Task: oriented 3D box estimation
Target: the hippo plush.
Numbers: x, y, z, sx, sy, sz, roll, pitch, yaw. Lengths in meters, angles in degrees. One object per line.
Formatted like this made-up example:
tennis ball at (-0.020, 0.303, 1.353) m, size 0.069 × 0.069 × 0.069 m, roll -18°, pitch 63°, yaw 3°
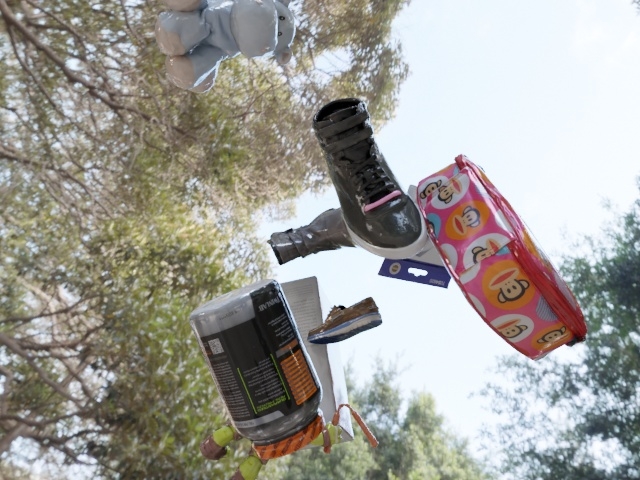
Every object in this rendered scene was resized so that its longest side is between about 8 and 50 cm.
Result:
hippo plush at (-0.177, -0.418, 1.094) m, size 0.237 × 0.294 × 0.234 m, roll 12°, pitch -71°, yaw 12°

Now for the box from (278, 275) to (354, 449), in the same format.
box at (-0.044, 0.293, 1.228) m, size 0.168 × 0.345 × 0.215 m, roll -12°, pitch -31°, yaw 7°

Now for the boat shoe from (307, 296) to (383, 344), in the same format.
boat shoe at (0.047, 0.169, 1.088) m, size 0.183 × 0.066 × 0.066 m, roll -24°, pitch -29°, yaw 28°

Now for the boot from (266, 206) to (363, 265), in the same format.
boot at (0.000, 0.000, 1.123) m, size 0.223 × 0.338 × 0.118 m, roll -20°, pitch -88°, yaw -5°

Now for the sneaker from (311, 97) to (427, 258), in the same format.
sneaker at (0.058, -0.103, 0.752) m, size 0.105 × 0.295 × 0.147 m, roll -24°, pitch -47°, yaw 0°

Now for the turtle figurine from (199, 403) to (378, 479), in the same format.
turtle figurine at (-0.068, 0.272, 0.767) m, size 0.269 × 0.087 × 0.217 m, roll 38°, pitch -79°, yaw 6°

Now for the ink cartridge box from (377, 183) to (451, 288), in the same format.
ink cartridge box at (0.264, 0.004, 1.201) m, size 0.223 × 0.045 × 0.224 m, roll 12°, pitch -77°, yaw -28°

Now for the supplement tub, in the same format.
supplement tub at (-0.071, 0.152, 0.624) m, size 0.117 × 0.117 × 0.190 m, roll -20°, pitch -87°, yaw 22°

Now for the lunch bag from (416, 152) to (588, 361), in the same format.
lunch bag at (0.273, 0.031, 0.784) m, size 0.120 × 0.293 × 0.258 m, roll -35°, pitch -52°, yaw 20°
